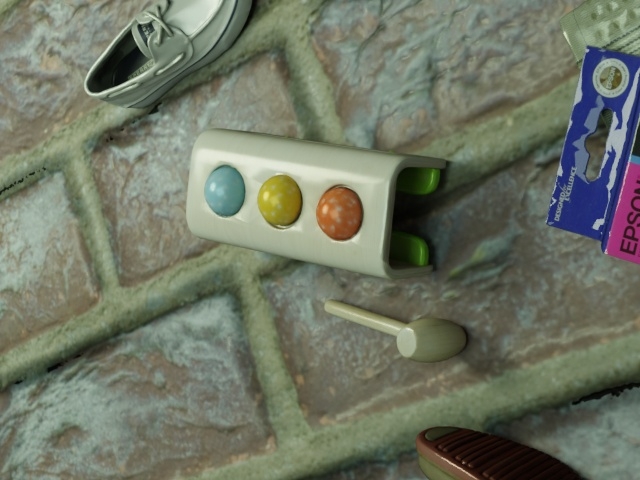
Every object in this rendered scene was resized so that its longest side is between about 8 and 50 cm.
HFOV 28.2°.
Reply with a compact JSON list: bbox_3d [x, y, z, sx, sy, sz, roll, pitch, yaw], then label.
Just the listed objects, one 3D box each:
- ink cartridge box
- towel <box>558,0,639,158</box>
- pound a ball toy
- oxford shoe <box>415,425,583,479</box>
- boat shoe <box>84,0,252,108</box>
[{"bbox_3d":[0.359,-0.045,1.065,0.371,0.069,0.176,20,106,35],"label":"ink cartridge box"},{"bbox_3d":[0.397,-0.141,1.098,0.324,0.056,0.312,-30,77,33],"label":"towel"},{"bbox_3d":[0.000,0.000,1.354,0.319,0.135,0.208,13,100,38],"label":"pound a ball toy"},{"bbox_3d":[0.219,0.298,1.207,0.348,0.123,0.130,31,116,34],"label":"oxford shoe"},{"bbox_3d":[-0.184,-0.239,1.519,0.258,0.084,0.095,-41,68,32],"label":"boat shoe"}]
